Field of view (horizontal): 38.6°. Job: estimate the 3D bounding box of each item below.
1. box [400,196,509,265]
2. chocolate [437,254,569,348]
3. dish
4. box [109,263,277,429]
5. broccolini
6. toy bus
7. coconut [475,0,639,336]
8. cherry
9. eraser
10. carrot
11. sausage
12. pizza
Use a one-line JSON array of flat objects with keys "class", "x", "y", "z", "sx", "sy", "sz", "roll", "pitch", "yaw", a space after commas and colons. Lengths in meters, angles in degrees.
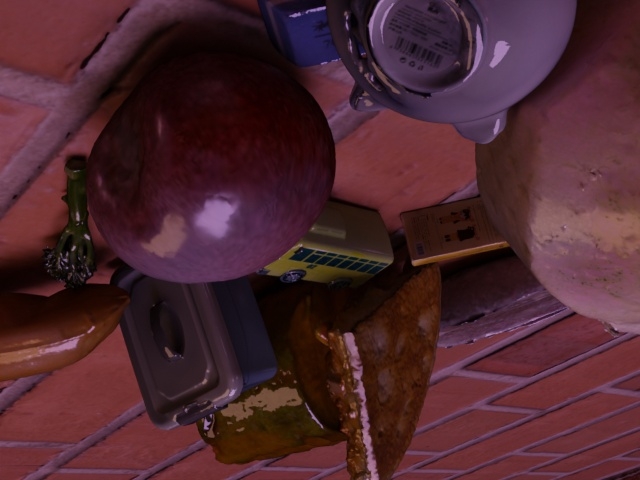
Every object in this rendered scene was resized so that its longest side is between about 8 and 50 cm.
[{"class": "box", "x": 0.184, "y": -0.016, "z": 1.198, "sx": 0.149, "sy": 0.073, "sz": 0.020, "roll": -11, "pitch": 155, "yaw": 2}, {"class": "chocolate", "x": 0.288, "y": 0.079, "z": 1.396, "sx": 0.303, "sy": 0.101, "sz": 0.185, "roll": -20, "pitch": 157, "yaw": 15}, {"class": "dish", "x": 0.080, "y": -0.165, "z": 0.710, "sx": 0.228, "sy": 0.086, "sz": 0.236, "roll": -33, "pitch": 106, "yaw": 35}, {"class": "box", "x": -0.163, "y": 0.112, "z": 1.161, "sx": 0.162, "sy": 0.227, "sz": 0.130, "roll": -30, "pitch": 164, "yaw": 32}, {"class": "broccolini", "x": -0.287, "y": -0.024, "z": 1.043, "sx": 0.067, "sy": 0.058, "sz": 0.216, "roll": -41, "pitch": 160, "yaw": -32}, {"class": "toy bus", "x": 0.000, "y": 0.000, "z": 1.144, "sx": 0.175, "sy": 0.088, "sz": 0.101, "roll": 11, "pitch": 144, "yaw": -42}, {"class": "coconut", "x": 0.316, "y": -0.087, "z": 0.844, "sx": 0.352, "sy": 0.353, "sz": 0.353, "roll": -9, "pitch": 153, "yaw": -5}, {"class": "cherry", "x": -0.088, "y": -0.059, "z": 0.860, "sx": 0.239, "sy": 0.206, "sz": 0.239, "roll": -10, "pitch": 141, "yaw": -8}, {"class": "eraser", "x": 0.060, "y": -0.209, "z": 0.812, "sx": 0.224, "sy": 0.036, "sz": 0.082, "roll": -12, "pitch": 155, "yaw": 2}, {"class": "carrot", "x": -0.032, "y": 0.187, "z": 1.328, "sx": 0.340, "sy": 0.242, "sz": 0.241, "roll": -22, "pitch": 152, "yaw": 23}, {"class": "sausage", "x": -0.403, "y": 0.119, "z": 1.139, "sx": 0.353, "sy": 0.116, "sz": 0.134, "roll": -7, "pitch": -170, "yaw": 9}, {"class": "pizza", "x": 0.098, "y": 0.176, "z": 1.249, "sx": 0.087, "sy": 0.269, "sz": 0.257, "roll": 4, "pitch": -157, "yaw": 37}]
